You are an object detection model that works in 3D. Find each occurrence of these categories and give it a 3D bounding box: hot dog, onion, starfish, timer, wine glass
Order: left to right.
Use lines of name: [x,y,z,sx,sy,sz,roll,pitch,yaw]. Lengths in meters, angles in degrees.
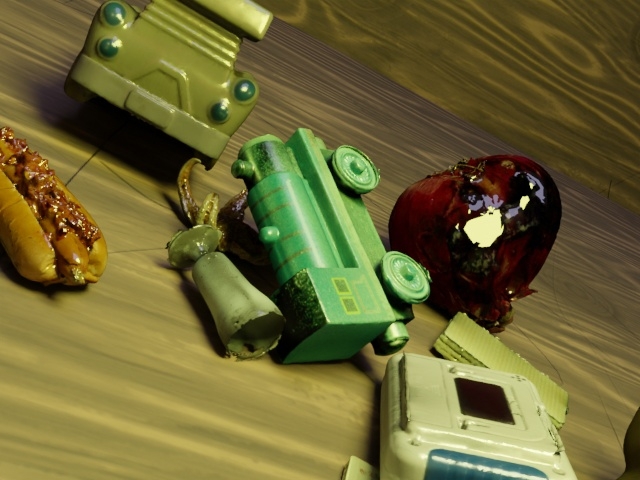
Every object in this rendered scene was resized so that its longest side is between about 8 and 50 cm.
hot dog: [-0.284,-0.038,0.812,0.102,0.076,0.249,10,29,-52]
wine glass: [-0.103,0.051,0.878,0.072,0.072,0.155,8,32,-47]
starfish: [-0.096,-0.027,1.056,0.189,0.074,0.146,22,22,-28]
timer: [0.151,0.187,0.831,0.178,0.078,0.253,10,13,1]
onion: [0.244,-0.018,1.265,0.281,0.281,0.221,36,-13,8]

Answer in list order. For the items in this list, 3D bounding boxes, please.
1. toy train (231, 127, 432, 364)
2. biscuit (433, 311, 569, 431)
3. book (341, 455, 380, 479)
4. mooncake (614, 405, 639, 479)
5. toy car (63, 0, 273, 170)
toy train: [0.000,0.000,0.966,0.194,0.120,0.298,2,55,-41]
biscuit: [0.253,0.183,1.137,0.199,0.041,0.121,37,18,10]
book: [0.076,0.287,0.680,0.162,0.022,0.232,32,21,-1]
mooncake: [0.432,0.240,0.823,0.200,0.379,0.378,26,19,14]
toy car: [-0.199,-0.254,1.155,0.242,0.226,0.336,28,8,-12]
